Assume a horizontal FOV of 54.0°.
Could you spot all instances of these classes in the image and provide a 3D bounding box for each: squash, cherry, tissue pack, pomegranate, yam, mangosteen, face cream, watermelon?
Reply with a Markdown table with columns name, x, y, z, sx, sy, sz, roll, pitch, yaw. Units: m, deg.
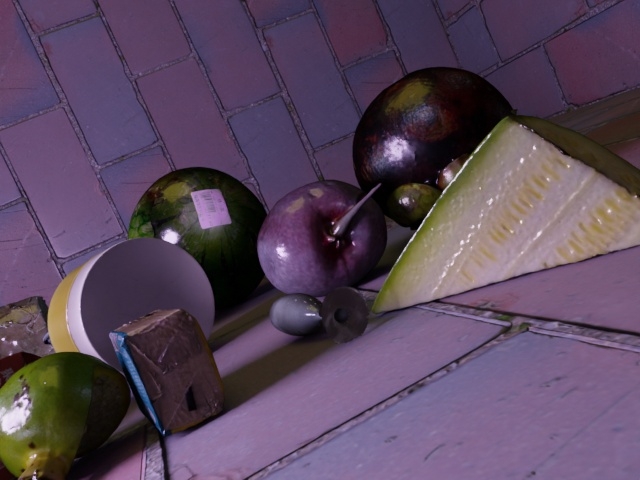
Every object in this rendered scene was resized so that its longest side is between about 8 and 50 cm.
| name | x | y | z | sx | sy | sz | roll | pitch | yaw |
| --- | --- | --- | --- | --- | --- | --- | --- | --- | --- |
| squash | 0.214 | 0.016 | 0.693 | 0.111 | 0.203 | 0.289 | -32 | -26 | -54 |
| cherry | 0.000 | 0.000 | 1.031 | 0.213 | 0.184 | 0.266 | -17 | -13 | -17 |
| tissue pack | -0.175 | 0.142 | 0.709 | 0.082 | 0.120 | 0.169 | -23 | 2 | -24 |
| pomegranate | -0.289 | 0.193 | 0.665 | 0.143 | 0.122 | 0.169 | -53 | 3 | 27 |
| yam | -0.742 | 0.279 | 1.396 | 0.348 | 0.241 | 0.241 | -23 | 4 | -21 |
| mangosteen | 0.215 | -0.132 | 1.123 | 0.305 | 0.360 | 0.306 | -11 | -28 | -6 |
| face cream | -0.309 | 0.119 | 1.021 | 0.218 | 0.218 | 0.179 | -28 | 5 | -39 |
| watermelon | -0.275 | 0.003 | 1.453 | 0.363 | 0.364 | 0.363 | -24 | 5 | 2 |

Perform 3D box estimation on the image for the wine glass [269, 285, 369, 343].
| name | x | y | z | sx | sy | sz | roll | pitch | yaw |
| --- | --- | --- | --- | --- | --- | --- | --- | --- | --- |
| wine glass | -0.011 | 0.091 | 0.787 | 0.066 | 0.066 | 0.198 | -26 | 5 | -23 |

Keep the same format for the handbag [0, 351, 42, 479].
| name | x | y | z | sx | sy | sz | roll | pitch | yaw |
| --- | --- | --- | --- | --- | --- | --- | --- | --- | --- |
| handbag | -0.442 | 0.243 | 0.775 | 0.171 | 0.151 | 0.298 | -28 | -1 | 25 |

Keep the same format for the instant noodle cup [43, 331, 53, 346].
| name | x | y | z | sx | sy | sz | roll | pitch | yaw |
| --- | --- | --- | --- | --- | --- | --- | --- | --- | --- |
| instant noodle cup | -0.402 | 0.189 | 1.167 | 0.177 | 0.126 | 0.208 | -31 | -6 | -27 |
